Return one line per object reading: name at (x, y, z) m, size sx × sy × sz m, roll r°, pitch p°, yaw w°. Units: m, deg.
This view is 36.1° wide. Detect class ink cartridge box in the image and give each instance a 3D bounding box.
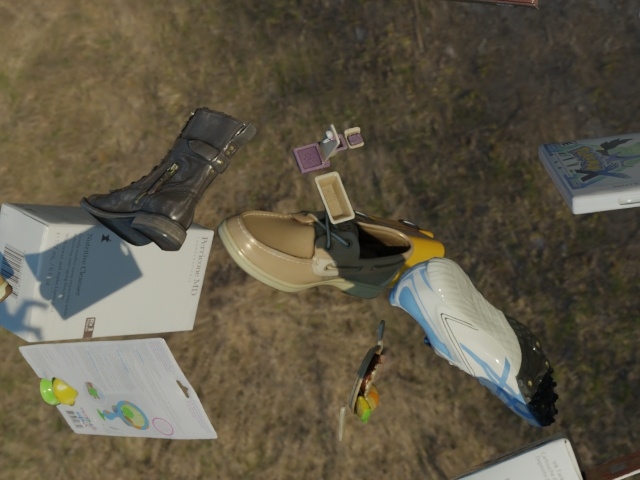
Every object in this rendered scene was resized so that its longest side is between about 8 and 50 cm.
ink cartridge box at (0.257, 0.223, 1.005) m, size 0.060 × 0.239 × 0.275 m, roll 67°, pitch -170°, yaw 14°

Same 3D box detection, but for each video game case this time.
video game case at (0.577, -0.136, 1.802) m, size 0.329 × 0.300 × 0.036 m, roll -85°, pitch -12°, yaw -69°

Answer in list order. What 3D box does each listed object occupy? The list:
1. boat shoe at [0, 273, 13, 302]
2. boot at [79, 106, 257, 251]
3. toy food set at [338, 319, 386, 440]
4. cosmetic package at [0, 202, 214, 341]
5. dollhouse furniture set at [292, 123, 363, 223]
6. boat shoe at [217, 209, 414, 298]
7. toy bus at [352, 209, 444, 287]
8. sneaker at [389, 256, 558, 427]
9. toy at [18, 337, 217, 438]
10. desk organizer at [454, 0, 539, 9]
boat shoe at (-0.571, 0.110, 1.515) m, size 0.072 × 0.190 × 0.068 m, roll 54°, pitch 157°, yaw -16°
boot at (-0.229, -0.103, 1.493) m, size 0.263 × 0.229 × 0.091 m, roll 13°, pitch 158°, yaw 42°
toy food set at (0.084, 0.236, 1.638) m, size 0.038 × 0.192 × 0.132 m, roll 20°, pitch 149°, yaw 13°
cosmetic package at (-0.397, 0.055, 1.803) m, size 0.156 × 0.385 × 0.217 m, roll 21°, pitch 104°, yaw 39°
dollhouse furniture set at (0.033, -0.088, 1.219) m, size 0.081 × 0.091 × 0.114 m, roll 130°, pitch 121°, yaw -67°
boat shoe at (0.000, 0.000, 1.394) m, size 0.110 × 0.341 × 0.121 m, roll -44°, pitch 58°, yaw 27°
toy bus at (0.122, 0.021, 1.823) m, size 0.130 × 0.333 × 0.108 m, roll 28°, pitch 101°, yaw 34°
sneaker at (0.171, 0.114, 1.069) m, size 0.237 × 0.085 × 0.086 m, roll 47°, pitch 134°, yaw -13°
toy at (-0.224, 0.158, 1.120) m, size 0.237 × 0.056 × 0.137 m, roll -9°, pitch 118°, yaw 33°
desk organizer at (0.165, -0.275, 1.028) m, size 0.130 × 0.047 × 0.050 m, roll 10°, pitch 101°, yaw 16°
